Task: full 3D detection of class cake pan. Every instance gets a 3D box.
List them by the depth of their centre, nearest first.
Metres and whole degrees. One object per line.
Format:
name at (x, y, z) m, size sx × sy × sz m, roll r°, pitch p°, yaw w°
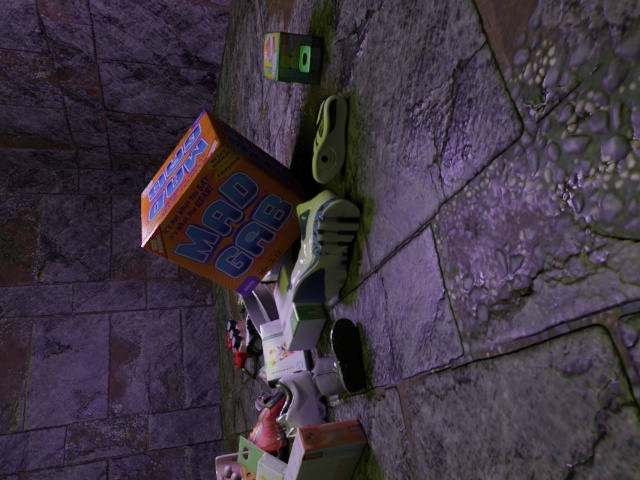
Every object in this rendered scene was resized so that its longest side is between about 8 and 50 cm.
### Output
cake pan at (-0.210, 0.273, 1.701) m, size 0.293 × 0.054 × 0.293 m, roll 47°, pitch 151°, yaw 35°

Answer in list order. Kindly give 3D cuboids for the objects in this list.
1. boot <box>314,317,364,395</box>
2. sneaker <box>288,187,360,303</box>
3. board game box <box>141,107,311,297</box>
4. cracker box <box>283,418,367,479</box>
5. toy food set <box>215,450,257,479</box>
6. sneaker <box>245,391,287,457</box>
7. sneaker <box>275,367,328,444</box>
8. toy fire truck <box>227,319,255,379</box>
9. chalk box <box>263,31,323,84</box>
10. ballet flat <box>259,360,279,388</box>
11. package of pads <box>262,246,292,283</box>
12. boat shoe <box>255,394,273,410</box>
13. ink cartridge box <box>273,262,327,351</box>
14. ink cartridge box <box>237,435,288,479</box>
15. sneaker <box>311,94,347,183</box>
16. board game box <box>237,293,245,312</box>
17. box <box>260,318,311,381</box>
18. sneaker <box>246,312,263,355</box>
boot at (0.038, 0.301, 1.161) m, size 0.208 × 0.076 × 0.189 m, roll 130°, pitch 137°, yaw -70°
sneaker at (0.000, -0.001, 1.180) m, size 0.182 × 0.128 × 0.315 m, roll -114°, pitch 37°, yaw -54°
board game box at (-0.292, -0.118, 1.409) m, size 0.356 × 0.357 × 0.356 m, roll -50°, pitch 34°, yaw 12°
cracker box at (0.006, 0.539, 1.118) m, size 0.067 × 0.156 × 0.232 m, roll -115°, pitch 32°, yaw -49°
toy food set at (-0.301, 1.004, 1.880) m, size 0.306 × 0.220 × 0.092 m, roll -124°, pitch 38°, yaw -57°
sneaker at (-0.167, 0.693, 1.705) m, size 0.136 × 0.116 × 0.313 m, roll 31°, pitch 118°, yaw 17°
sneaker at (-0.052, 0.538, 1.299) m, size 0.122 × 0.147 × 0.330 m, roll 126°, pitch 137°, yaw -56°
toy fire truck at (-0.375, 0.534, 2.203) m, size 0.217 × 0.159 × 0.246 m, roll -133°, pitch 56°, yaw -61°
chalk box at (-0.077, -0.524, 1.319) m, size 0.213 × 0.132 × 0.132 m, roll -133°, pitch 45°, yaw -61°
ballet flat at (-0.144, 0.456, 1.635) m, size 0.106 × 0.108 × 0.316 m, roll 57°, pitch 154°, yaw 20°
package of pads at (-0.189, 0.044, 1.698) m, size 0.296 × 0.101 × 0.228 m, roll 149°, pitch 118°, yaw -68°
boat shoe at (-0.211, 0.663, 1.858) m, size 0.183 × 0.066 × 0.066 m, roll 11°, pitch 97°, yaw 59°
ink cartridge box at (-0.067, 0.197, 1.387) m, size 0.160 × 0.093 × 0.219 m, roll 109°, pitch 152°, yaw -42°
ink cartridge box at (-0.220, 0.849, 1.694) m, size 0.056 × 0.235 × 0.170 m, roll -41°, pitch -33°, yaw -54°
sneaker at (0.015, -0.257, 1.181) m, size 0.121 × 0.079 × 0.216 m, roll -144°, pitch 64°, yaw -69°
board game box at (-0.398, 0.272, 2.383) m, size 0.259 × 0.031 × 0.136 m, roll 123°, pitch 139°, yaw -57°
box at (-0.115, 0.345, 1.477) m, size 0.038 × 0.145 × 0.186 m, roll 36°, pitch -142°, yaw -58°
sneaker at (-0.272, 0.349, 1.939) m, size 0.121 × 0.111 × 0.299 m, roll -112°, pitch 30°, yaw -52°
